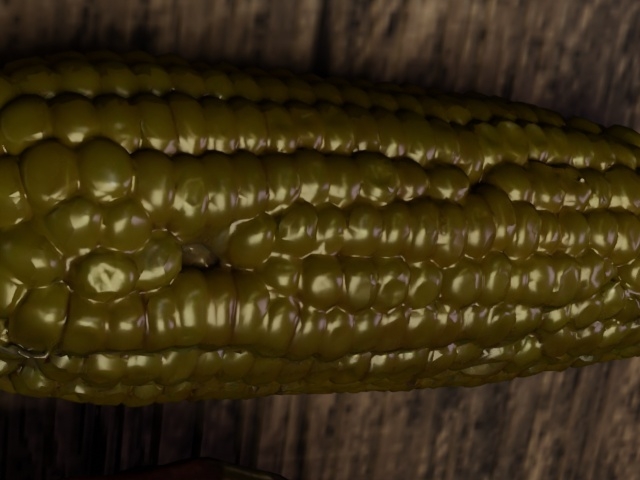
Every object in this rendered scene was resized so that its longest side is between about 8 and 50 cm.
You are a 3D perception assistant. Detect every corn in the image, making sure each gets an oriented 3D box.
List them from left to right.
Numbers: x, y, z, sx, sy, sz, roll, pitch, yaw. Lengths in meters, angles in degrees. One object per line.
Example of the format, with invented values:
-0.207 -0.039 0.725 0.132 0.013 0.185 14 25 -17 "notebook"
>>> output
0.000 0.000 0.535 0.322 0.119 0.119 4 113 -26 "corn"

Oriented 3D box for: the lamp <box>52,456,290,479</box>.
-0.055 0.213 0.528 0.303 0.257 0.303 6 148 4 "lamp"
